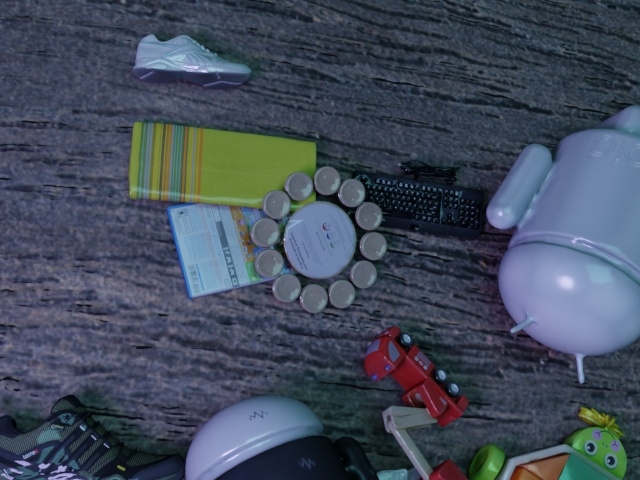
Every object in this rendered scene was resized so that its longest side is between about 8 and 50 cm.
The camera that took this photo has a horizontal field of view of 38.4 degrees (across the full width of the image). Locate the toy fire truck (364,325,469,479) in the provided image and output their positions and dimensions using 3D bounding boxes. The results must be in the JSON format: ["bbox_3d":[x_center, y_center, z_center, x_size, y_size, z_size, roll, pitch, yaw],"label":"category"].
[{"bbox_3d":[0.116,0.210,1.117,0.192,0.047,0.135,46,41,-1],"label":"toy fire truck"}]

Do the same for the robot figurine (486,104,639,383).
[{"bbox_3d":[0.355,-0.001,1.187,0.299,0.200,0.354,30,70,-6],"label":"robot figurine"}]

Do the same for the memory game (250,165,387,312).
[{"bbox_3d":[0.000,0.000,1.163,0.186,0.012,0.186,-1,92,-22],"label":"memory game"}]

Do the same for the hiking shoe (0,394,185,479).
[{"bbox_3d":[-0.260,0.228,1.017,0.226,0.086,0.114,4,78,-14],"label":"hiking shoe"}]

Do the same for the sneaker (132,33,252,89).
[{"bbox_3d":[-0.162,-0.233,1.183,0.152,0.054,0.061,6,72,-14],"label":"sneaker"}]

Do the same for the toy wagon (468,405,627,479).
[{"bbox_3d":[0.299,0.362,1.148,0.267,0.068,0.344,34,70,-5],"label":"toy wagon"}]

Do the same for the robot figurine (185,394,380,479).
[{"bbox_3d":[-0.039,0.305,0.996,0.173,0.209,0.278,-36,65,18],"label":"robot figurine"}]

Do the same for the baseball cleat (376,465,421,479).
[{"bbox_3d":[0.062,0.348,1.093,0.206,0.072,0.109,-38,82,-30],"label":"baseball cleat"}]

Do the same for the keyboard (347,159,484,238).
[{"bbox_3d":[0.132,-0.063,1.229,0.192,0.038,0.100,8,74,-15],"label":"keyboard"}]

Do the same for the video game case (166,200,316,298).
[{"bbox_3d":[-0.099,-0.001,1.160,0.166,0.015,0.119,-13,79,-18],"label":"video game case"}]

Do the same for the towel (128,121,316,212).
[{"bbox_3d":[-0.122,-0.090,1.165,0.237,0.021,0.102,5,71,-12],"label":"towel"}]
